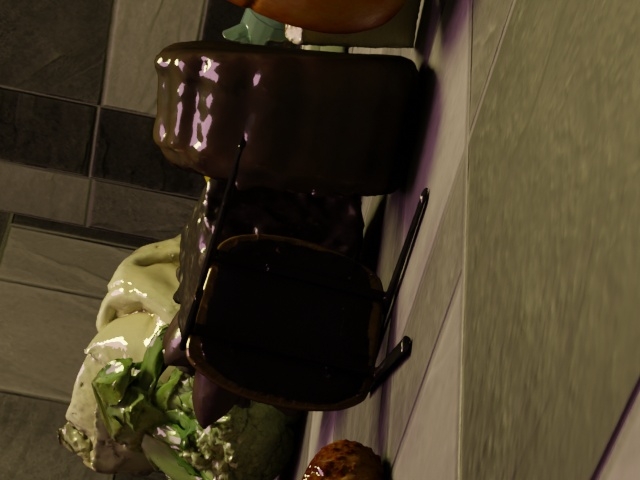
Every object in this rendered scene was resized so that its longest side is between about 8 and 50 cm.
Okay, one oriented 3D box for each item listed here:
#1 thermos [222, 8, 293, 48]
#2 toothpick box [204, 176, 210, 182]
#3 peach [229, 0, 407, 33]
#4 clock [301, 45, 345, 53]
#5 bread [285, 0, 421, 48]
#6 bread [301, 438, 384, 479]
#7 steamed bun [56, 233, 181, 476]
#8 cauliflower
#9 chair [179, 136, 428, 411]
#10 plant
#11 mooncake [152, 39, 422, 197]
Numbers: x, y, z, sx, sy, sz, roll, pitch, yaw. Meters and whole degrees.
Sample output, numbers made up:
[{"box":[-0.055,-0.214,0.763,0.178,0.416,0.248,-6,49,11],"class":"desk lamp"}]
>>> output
[{"box":[-0.022,-0.379,2.479,0.145,0.182,0.286,60,142,31],"class":"thermos"},{"box":[-0.039,-0.113,1.979,0.271,0.175,0.175,-85,7,-81],"class":"toothpick box"},{"box":[-0.015,-0.311,1.416,0.245,0.274,0.249,122,168,-48],"class":"peach"},{"box":[-0.010,-0.187,2.488,0.151,0.062,0.191,-87,8,-57],"class":"clock"},{"box":[0.032,-0.204,1.570,0.028,0.153,0.068,20,108,43],"class":"bread"},{"box":[0.003,0.234,1.270,0.193,0.063,0.193,-170,90,-89],"class":"bread"},{"box":[-0.150,0.171,2.367,0.394,0.237,0.347,-56,-27,-19],"class":"steamed bun"},{"box":[-0.149,0.199,2.105,0.272,0.250,0.275,127,149,-85],"class":"cauliflower"},{"box":[-0.020,0.049,1.402,0.247,0.158,0.172,110,173,-58],"class":"chair"},{"box":[-0.056,0.056,1.723,0.321,0.181,0.194,105,169,-60],"class":"plant"},{"box":[-0.031,-0.102,1.503,0.228,0.228,0.124,-105,20,-80],"class":"mooncake"}]
